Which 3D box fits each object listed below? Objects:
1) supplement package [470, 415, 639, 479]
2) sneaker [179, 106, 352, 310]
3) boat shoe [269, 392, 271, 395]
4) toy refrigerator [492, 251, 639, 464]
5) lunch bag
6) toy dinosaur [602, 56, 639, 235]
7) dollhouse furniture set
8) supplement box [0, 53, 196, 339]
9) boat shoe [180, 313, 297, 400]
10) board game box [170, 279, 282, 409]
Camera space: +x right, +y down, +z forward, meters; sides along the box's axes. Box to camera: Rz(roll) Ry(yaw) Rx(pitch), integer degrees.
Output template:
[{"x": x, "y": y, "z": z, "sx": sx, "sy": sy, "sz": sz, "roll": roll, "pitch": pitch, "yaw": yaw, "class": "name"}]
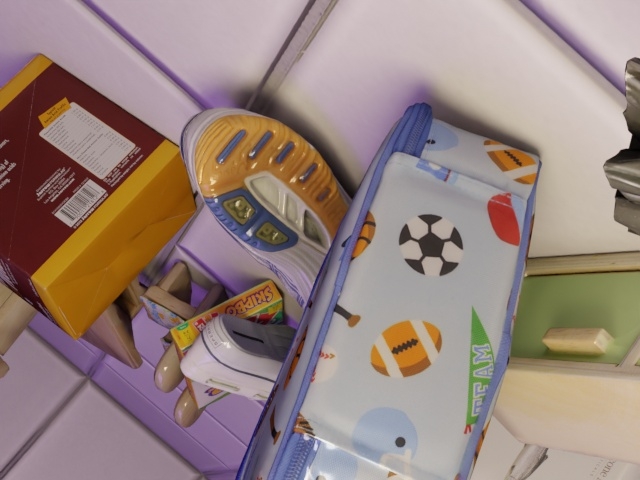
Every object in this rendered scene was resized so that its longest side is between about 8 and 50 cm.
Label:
[{"x": 0.184, "y": 0.202, "z": 0.913, "sx": 0.179, "sy": 0.105, "sz": 0.105, "roll": 22, "pitch": 151, "yaw": 39, "class": "supplement package"}, {"x": 0.000, "y": 0.000, "z": 0.857, "sx": 0.296, "sy": 0.112, "sz": 0.131, "roll": 52, "pitch": 174, "yaw": -26, "class": "sneaker"}, {"x": 0.021, "y": 0.175, "z": 0.992, "sx": 0.104, "sy": 0.110, "sz": 0.307, "roll": 58, "pitch": -174, "yaw": -5, "class": "boat shoe"}, {"x": 0.198, "y": 0.067, "z": 0.616, "sx": 0.094, "sy": 0.102, "sz": 0.269, "roll": 47, "pitch": 159, "yaw": -17, "class": "toy refrigerator"}, {"x": 0.029, "y": 0.085, "z": 0.656, "sx": 0.115, "sy": 0.303, "sz": 0.243, "roll": 24, "pitch": 158, "yaw": -2, "class": "lunch bag"}, {"x": 0.214, "y": -0.040, "z": 0.324, "sx": 0.218, "sy": 0.164, "sz": 0.322, "roll": 13, "pitch": 129, "yaw": 20, "class": "toy dinosaur"}, {"x": -0.335, "y": 0.082, "z": 1.306, "sx": 0.362, "sy": 0.256, "sz": 0.394, "roll": 27, "pitch": 156, "yaw": 18, "class": "dollhouse furniture set"}, {"x": -0.266, "y": -0.045, "z": 1.059, "sx": 0.194, "sy": 0.191, "sz": 0.129, "roll": 34, "pitch": 159, "yaw": 17, "class": "supplement box"}, {"x": -0.066, "y": 0.137, "z": 1.153, "sx": 0.226, "sy": 0.076, "sz": 0.083, "roll": 30, "pitch": -153, "yaw": -47, "class": "boat shoe"}, {"x": -0.105, "y": 0.132, "z": 1.244, "sx": 0.039, "sy": 0.124, "sz": 0.259, "roll": 59, "pitch": 166, "yaw": 18, "class": "board game box"}]
